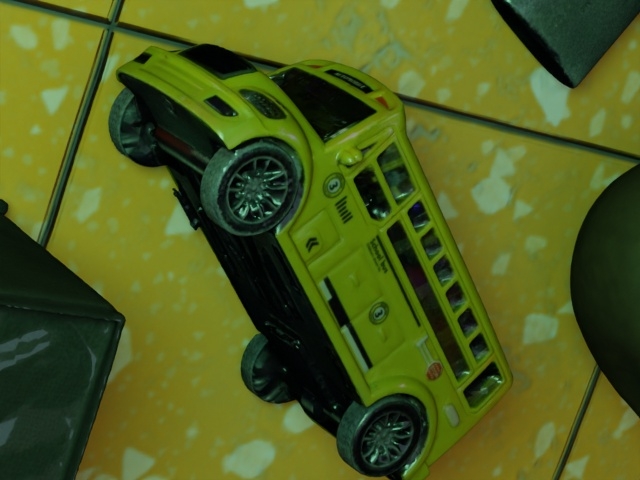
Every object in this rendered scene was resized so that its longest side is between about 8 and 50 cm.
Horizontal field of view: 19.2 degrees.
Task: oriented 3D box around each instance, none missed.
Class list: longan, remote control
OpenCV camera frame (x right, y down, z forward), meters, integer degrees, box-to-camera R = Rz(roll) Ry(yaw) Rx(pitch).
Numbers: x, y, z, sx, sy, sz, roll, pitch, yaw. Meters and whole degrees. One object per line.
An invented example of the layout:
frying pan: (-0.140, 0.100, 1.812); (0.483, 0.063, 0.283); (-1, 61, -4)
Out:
longan: (0.279, 0.036, 1.380); (0.196, 0.196, 0.220); (-35, 118, -15)
remote control: (0.266, -0.278, 1.324); (0.377, 0.044, 0.107); (-50, 123, -5)

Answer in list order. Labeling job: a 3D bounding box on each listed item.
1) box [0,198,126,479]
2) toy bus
box: (-0.317, 0.094, 1.016); (0.345, 0.204, 0.251); (9, 105, -35)
toy bus: (0.000, 0.000, 1.217); (0.151, 0.145, 0.331); (-37, 128, -15)
